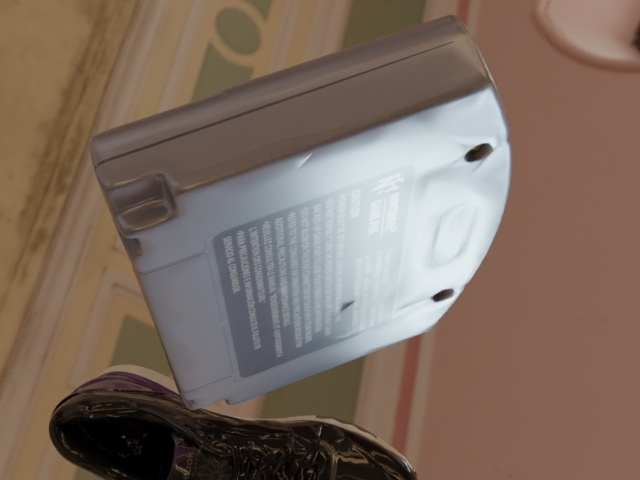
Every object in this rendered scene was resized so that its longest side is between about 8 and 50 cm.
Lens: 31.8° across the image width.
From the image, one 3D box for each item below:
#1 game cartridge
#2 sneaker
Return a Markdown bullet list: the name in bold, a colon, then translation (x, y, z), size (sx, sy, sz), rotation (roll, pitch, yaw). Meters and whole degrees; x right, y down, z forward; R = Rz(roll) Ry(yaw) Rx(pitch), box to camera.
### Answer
- **game cartridge**: translation (0.000, 0.000, 0.591), size (0.196, 0.294, 0.060), rotation (-16, -114, -8)
- **sneaker**: translation (-0.067, 0.178, 0.842), size (0.283, 0.124, 0.107), rotation (14, -87, 6)
